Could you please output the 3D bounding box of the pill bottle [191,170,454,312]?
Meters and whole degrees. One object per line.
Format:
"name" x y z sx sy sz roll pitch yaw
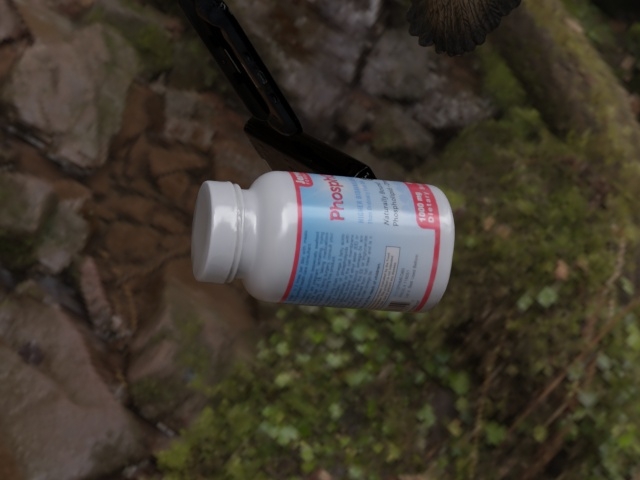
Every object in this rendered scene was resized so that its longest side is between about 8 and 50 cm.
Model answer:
"pill bottle" 0.000 0.000 0.860 0.160 0.087 0.087 5 40 -17

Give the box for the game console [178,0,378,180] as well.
"game console" -0.039 -0.137 1.431 0.213 0.044 0.361 32 -18 47

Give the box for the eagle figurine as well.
"eagle figurine" 0.160 -0.334 1.273 0.225 0.298 0.226 31 35 -62
